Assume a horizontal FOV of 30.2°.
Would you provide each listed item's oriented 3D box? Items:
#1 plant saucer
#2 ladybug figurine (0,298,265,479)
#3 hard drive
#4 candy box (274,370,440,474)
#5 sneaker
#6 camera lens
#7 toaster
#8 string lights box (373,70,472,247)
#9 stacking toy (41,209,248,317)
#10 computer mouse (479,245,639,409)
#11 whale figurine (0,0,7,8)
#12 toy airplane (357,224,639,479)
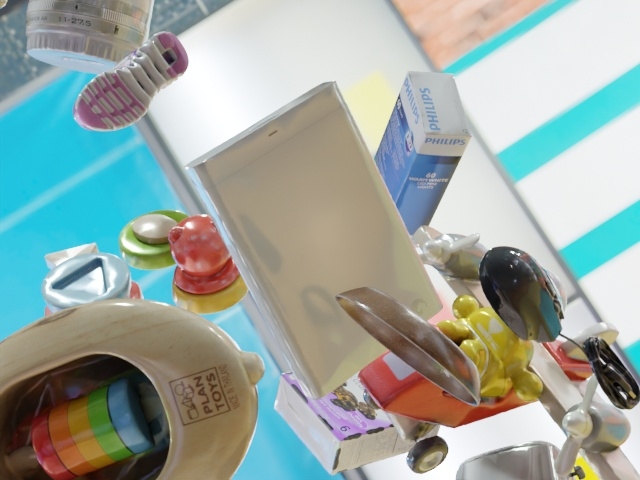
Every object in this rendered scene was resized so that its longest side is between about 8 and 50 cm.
[{"bbox_3d":[0.088,0.094,1.118,0.029,0.168,0.168,-52,-7,-9],"label":"plant saucer"},{"bbox_3d":[-0.264,0.229,1.496,0.449,0.305,0.162,-19,-2,17],"label":"ladybug figurine"},{"bbox_3d":[0.000,0.000,1.363,0.203,0.307,0.040,-34,18,-23],"label":"hard drive"},{"bbox_3d":[0.058,0.252,1.770,0.196,0.165,0.070,-10,-54,-34],"label":"candy box"},{"bbox_3d":[-0.322,-0.251,1.951,0.104,0.095,0.236,-11,28,49],"label":"sneaker"},{"bbox_3d":[-0.410,-0.454,2.147,0.219,0.274,0.219,9,-3,0],"label":"camera lens"},{"bbox_3d":[0.282,0.392,1.750,0.227,0.129,0.146,-20,28,21],"label":"toaster"},{"bbox_3d":[0.142,-0.119,1.810,0.077,0.133,0.259,2,-39,-16],"label":"string lights box"},{"bbox_3d":[-0.293,0.016,1.817,0.309,0.279,0.130,-20,-52,-15],"label":"stacking toy"},{"bbox_3d":[0.236,0.084,1.120,0.041,0.242,0.071,-29,35,37],"label":"computer mouse"},{"bbox_3d":[-0.489,-0.366,1.393,0.141,0.272,0.216,-35,34,27],"label":"whale figurine"},{"bbox_3d":[0.271,0.146,1.600,0.384,0.386,0.272,-63,-4,-54],"label":"toy airplane"}]
